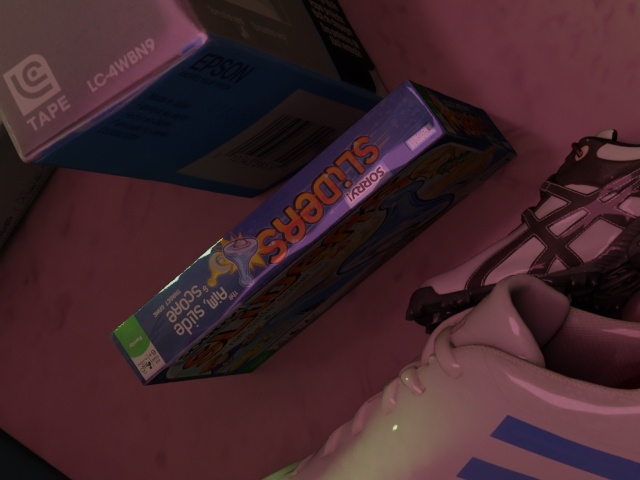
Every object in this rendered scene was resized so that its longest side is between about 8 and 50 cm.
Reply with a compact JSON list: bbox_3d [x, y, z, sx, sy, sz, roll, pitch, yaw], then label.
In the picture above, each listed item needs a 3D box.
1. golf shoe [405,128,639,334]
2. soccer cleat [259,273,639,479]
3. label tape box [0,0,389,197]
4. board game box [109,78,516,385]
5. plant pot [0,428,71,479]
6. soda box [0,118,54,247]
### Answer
[{"bbox_3d":[0.135,-0.003,0.826,0.198,0.077,0.094,-18,60,21],"label":"golf shoe"},{"bbox_3d":[0.071,0.091,0.794,0.331,0.116,0.143,-18,108,24],"label":"soccer cleat"},{"bbox_3d":[-0.122,-0.201,0.829,0.115,0.249,0.347,-30,78,18],"label":"label tape box"},{"bbox_3d":[0.000,0.000,0.835,0.201,0.136,0.035,-40,75,16],"label":"board game box"},{"bbox_3d":[-0.253,0.196,0.875,0.165,0.234,0.165,32,99,20],"label":"plant pot"},{"bbox_3d":[-0.267,0.017,0.940,0.091,0.098,0.286,35,94,14],"label":"soda box"}]
